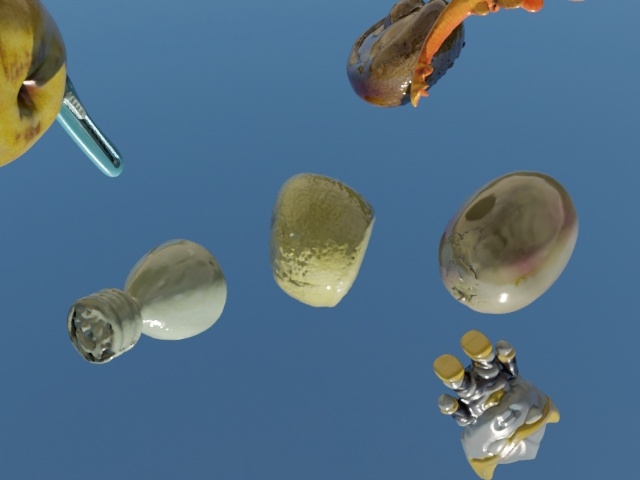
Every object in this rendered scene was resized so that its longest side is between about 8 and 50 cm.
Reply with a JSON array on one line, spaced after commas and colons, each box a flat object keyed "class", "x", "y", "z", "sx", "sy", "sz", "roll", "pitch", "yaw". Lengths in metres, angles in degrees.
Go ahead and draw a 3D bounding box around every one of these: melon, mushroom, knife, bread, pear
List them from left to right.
[{"class": "pear", "x": -0.358, "y": -0.170, "z": 0.740, "sx": 0.209, "sy": 0.208, "sz": 0.208, "roll": 0, "pitch": -133, "yaw": 0}, {"class": "knife", "x": -0.345, "y": -0.174, "z": 1.114, "sx": 0.032, "sy": 0.222, "sz": 0.064, "roll": -3, "pitch": -129, "yaw": 22}, {"class": "bread", "x": -0.011, "y": -0.003, "z": 1.797, "sx": 0.238, "sy": 0.320, "sz": 0.320, "roll": 18, "pitch": -131, "yaw": 2}, {"class": "mushroom", "x": 0.159, "y": -0.353, "z": 1.441, "sx": 0.253, "sy": 0.153, "sz": 0.253, "roll": -39, "pitch": -159, "yaw": 18}, {"class": "melon", "x": 0.347, "y": 0.001, "z": 1.426, "sx": 0.223, "sy": 0.223, "sz": 0.317, "roll": 32, "pitch": -123, "yaw": 26}]

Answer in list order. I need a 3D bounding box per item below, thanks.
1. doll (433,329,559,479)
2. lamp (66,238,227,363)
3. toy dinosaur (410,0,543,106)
[{"class": "doll", "x": 0.252, "y": 0.234, "z": 1.084, "sx": 0.103, "sy": 0.316, "sz": 0.145, "roll": 12, "pitch": -120, "yaw": 42}, {"class": "lamp", "x": -0.170, "y": 0.060, "z": 0.780, "sx": 0.106, "sy": 0.106, "sz": 0.193, "roll": 22, "pitch": -160, "yaw": 20}, {"class": "toy dinosaur", "x": 0.143, "y": -0.215, "z": 0.513, "sx": 0.117, "sy": 0.070, "sz": 0.288, "roll": 16, "pitch": -97, "yaw": 1}]
